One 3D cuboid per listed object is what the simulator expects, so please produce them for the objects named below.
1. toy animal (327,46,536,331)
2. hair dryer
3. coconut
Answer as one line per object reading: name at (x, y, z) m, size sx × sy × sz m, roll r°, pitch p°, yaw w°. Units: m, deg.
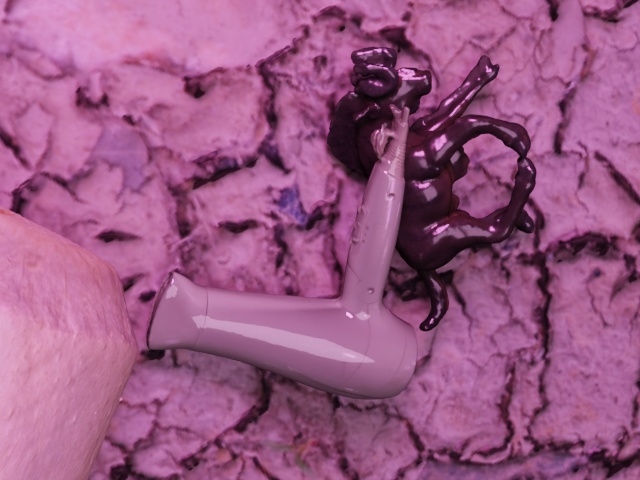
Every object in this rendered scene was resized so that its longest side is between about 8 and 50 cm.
toy animal at (0.089, -0.050, 1.285) m, size 0.148 × 0.084 × 0.232 m, roll -17°, pitch 115°, yaw -2°
hair dryer at (0.000, 0.000, 1.230) m, size 0.206 × 0.075 × 0.237 m, roll 15°, pitch 110°, yaw -20°
coconut at (-0.255, 0.101, 1.070) m, size 0.237 × 0.237 × 0.265 m, roll 21°, pitch 91°, yaw -26°
